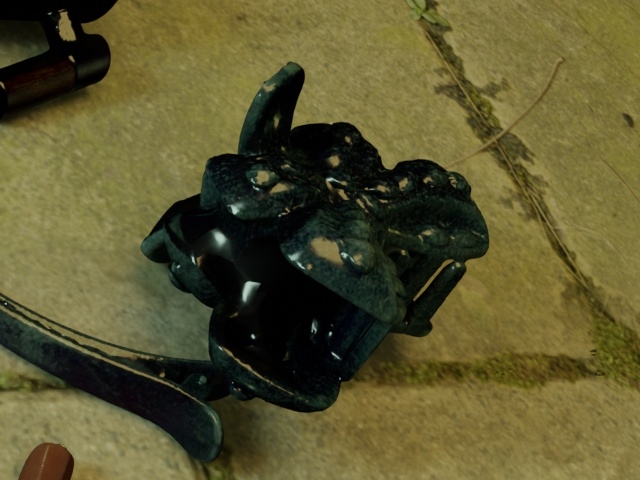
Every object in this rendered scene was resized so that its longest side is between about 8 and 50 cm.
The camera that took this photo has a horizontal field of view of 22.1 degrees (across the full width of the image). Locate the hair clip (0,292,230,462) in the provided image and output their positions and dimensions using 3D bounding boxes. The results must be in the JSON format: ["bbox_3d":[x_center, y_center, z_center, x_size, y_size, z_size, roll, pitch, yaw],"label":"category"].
[{"bbox_3d":[-0.184,0.066,1.157,0.275,0.048,0.083,28,42,-10],"label":"hair clip"}]

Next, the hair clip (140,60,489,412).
[{"bbox_3d":[-0.003,-0.004,1.236,0.206,0.194,0.310,38,20,10],"label":"hair clip"}]

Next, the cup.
[{"bbox_3d":[-0.267,-0.222,1.351,0.177,0.239,0.166,2,7,-45],"label":"cup"}]

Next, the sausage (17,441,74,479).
[{"bbox_3d":[-0.185,0.185,1.038,0.030,0.035,0.147,56,25,-30],"label":"sausage"}]
